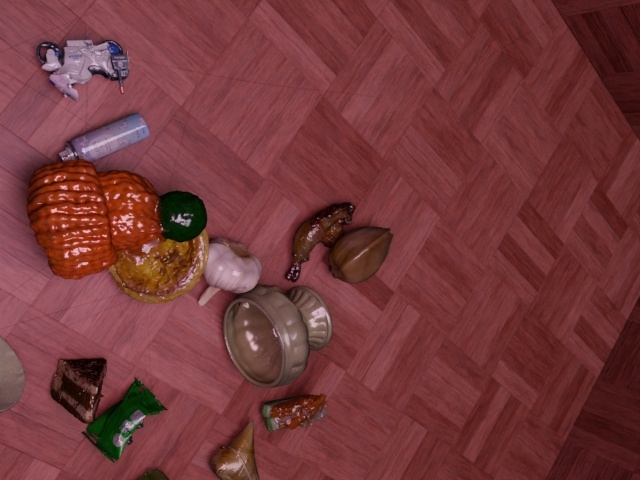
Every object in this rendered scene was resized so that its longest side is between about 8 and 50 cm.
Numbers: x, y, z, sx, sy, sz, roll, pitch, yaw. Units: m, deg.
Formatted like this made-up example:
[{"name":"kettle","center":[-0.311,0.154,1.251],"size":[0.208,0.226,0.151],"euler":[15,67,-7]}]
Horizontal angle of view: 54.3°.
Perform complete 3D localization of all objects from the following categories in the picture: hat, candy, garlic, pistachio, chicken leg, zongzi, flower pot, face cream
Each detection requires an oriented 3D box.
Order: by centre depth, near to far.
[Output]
[{"name":"hat","center":[-0.852,0.331,1.477],"size":[0.130,0.257,0.257],"euler":[-40,121,16]},{"name":"hat","center":[-0.490,-0.077,1.521],"size":[0.400,0.285,0.285],"euler":[-14,106,-7]},{"name":"face cream","center":[-0.563,-0.256,1.618],"size":[0.229,0.075,0.075],"euler":[-31,112,-24]},{"name":"candy","center":[-0.542,0.489,1.714],"size":[0.203,0.141,0.078],"euler":[-47,136,-20]},{"name":"garlic","center":[-0.293,0.111,1.801],"size":[0.199,0.199,0.226],"euler":[26,109,-32]},{"name":"flower pot","center":[-0.120,0.265,1.869],"size":[0.244,0.307,0.307],"euler":[-19,108,-45]},{"name":"zongzi","center":[-0.229,0.690,1.966],"size":[0.197,0.099,0.194],"euler":[-48,119,-25]},{"name":"chicken leg","center":[-0.005,-0.008,2.010],"size":[0.322,0.083,0.177],"euler":[-37,133,-25]},{"name":"pistachio","center":[0.145,0.032,2.035],"size":[0.260,0.213,0.163],"euler":[-38,96,-30]}]

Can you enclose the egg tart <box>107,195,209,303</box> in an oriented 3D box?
[{"name":"egg tart","center":[-0.438,0.025,1.690],"size":[0.290,0.115,0.290],"euler":[0,83,-4]}]

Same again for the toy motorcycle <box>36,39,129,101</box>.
[{"name":"toy motorcycle","center":[-0.585,-0.428,1.565],"size":[0.221,0.102,0.150],"euler":[-13,92,-30]}]

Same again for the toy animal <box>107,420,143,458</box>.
[{"name":"toy animal","center":[-0.555,0.546,1.762],"size":[0.135,0.047,0.065],"euler":[-38,107,-16]}]

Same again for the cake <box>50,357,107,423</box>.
[{"name":"cake","center":[-0.625,0.380,1.586],"size":[0.135,0.246,0.112],"euler":[8,94,-14]}]

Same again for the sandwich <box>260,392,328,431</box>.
[{"name":"sandwich","center":[-0.078,0.556,2.000],"size":[0.185,0.160,0.109],"euler":[0,78,-40]}]

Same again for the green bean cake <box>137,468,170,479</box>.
[{"name":"green bean cake","center":[-0.499,0.794,1.796],"size":[0.214,0.113,0.200],"euler":[-31,115,-25]}]
